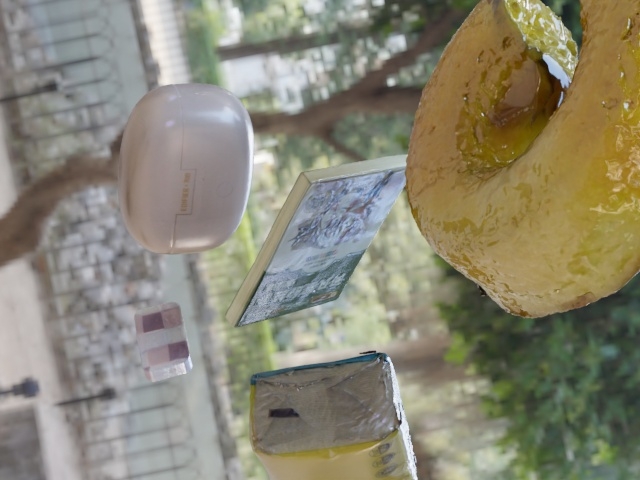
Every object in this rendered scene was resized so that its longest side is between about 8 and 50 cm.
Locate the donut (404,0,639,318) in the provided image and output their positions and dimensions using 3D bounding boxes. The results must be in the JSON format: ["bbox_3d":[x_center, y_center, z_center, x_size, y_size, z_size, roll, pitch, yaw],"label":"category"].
[{"bbox_3d":[0.247,-0.116,1.539,0.435,0.163,0.378,-4,-117,59],"label":"donut"}]

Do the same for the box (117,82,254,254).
[{"bbox_3d":[-0.145,-0.075,1.562,0.088,0.146,0.200,-117,-151,-52],"label":"box"}]

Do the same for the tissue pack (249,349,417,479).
[{"bbox_3d":[0.021,0.264,1.883,0.271,0.192,0.134,71,9,-59],"label":"tissue pack"}]

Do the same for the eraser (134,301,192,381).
[{"bbox_3d":[-0.204,0.130,1.883,0.026,0.065,0.105,82,-8,-48],"label":"eraser"}]

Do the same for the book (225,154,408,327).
[{"bbox_3d":[0.000,0.000,1.920,0.027,0.202,0.264,49,-50,26],"label":"book"}]
